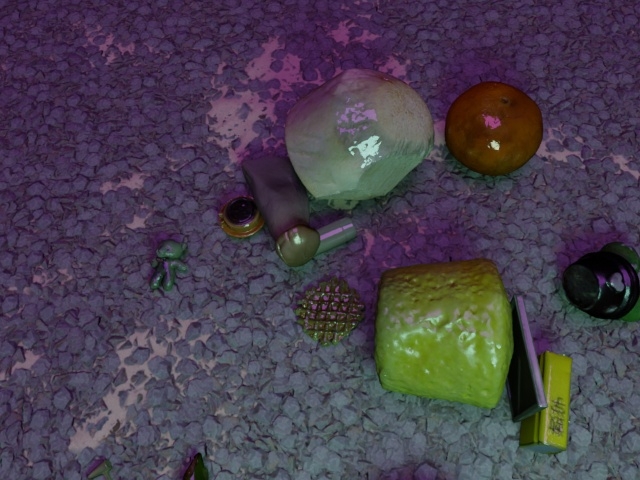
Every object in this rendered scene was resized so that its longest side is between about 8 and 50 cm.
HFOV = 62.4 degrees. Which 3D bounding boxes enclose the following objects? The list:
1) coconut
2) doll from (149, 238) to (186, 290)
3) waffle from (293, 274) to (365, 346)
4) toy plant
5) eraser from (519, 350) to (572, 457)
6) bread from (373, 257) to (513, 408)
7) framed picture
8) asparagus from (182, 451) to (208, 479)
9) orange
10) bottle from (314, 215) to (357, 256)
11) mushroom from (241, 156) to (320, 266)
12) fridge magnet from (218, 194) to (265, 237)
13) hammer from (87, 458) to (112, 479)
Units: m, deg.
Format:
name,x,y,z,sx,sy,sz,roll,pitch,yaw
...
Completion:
name,x,y,z,sx,sy,sz,roll,pitch,yaw
coconut,0.100,-0.281,1.490,0.415,0.415,0.345,-4,77,1
doll,-0.439,0.066,1.500,0.115,0.077,0.150,4,77,16
waffle,0.025,0.189,1.436,0.183,0.036,0.169,-39,68,-15
toy plant,0.752,0.107,1.377,0.235,0.175,0.218,1,70,-27
eraser,0.535,0.387,1.254,0.069,0.158,0.226,12,67,6
bread,0.282,0.218,1.253,0.307,0.348,0.348,-3,65,8
framed picture,0.452,0.282,1.215,0.020,0.324,0.241,-7,64,8
asparagus,-0.276,0.644,1.222,0.080,0.080,0.287,-20,67,-6
orange,0.505,-0.330,1.549,0.283,0.226,0.284,2,64,-4
bottle,0.000,0.000,1.503,0.201,0.072,0.072,-24,66,-8
mushroom,-0.101,-0.103,1.484,0.154,0.137,0.407,-8,47,-20
fridge magnet,-0.229,-0.074,1.553,0.143,0.063,0.143,-2,63,3
hammer,-0.492,0.626,1.268,0.060,0.028,0.195,-38,70,-8
